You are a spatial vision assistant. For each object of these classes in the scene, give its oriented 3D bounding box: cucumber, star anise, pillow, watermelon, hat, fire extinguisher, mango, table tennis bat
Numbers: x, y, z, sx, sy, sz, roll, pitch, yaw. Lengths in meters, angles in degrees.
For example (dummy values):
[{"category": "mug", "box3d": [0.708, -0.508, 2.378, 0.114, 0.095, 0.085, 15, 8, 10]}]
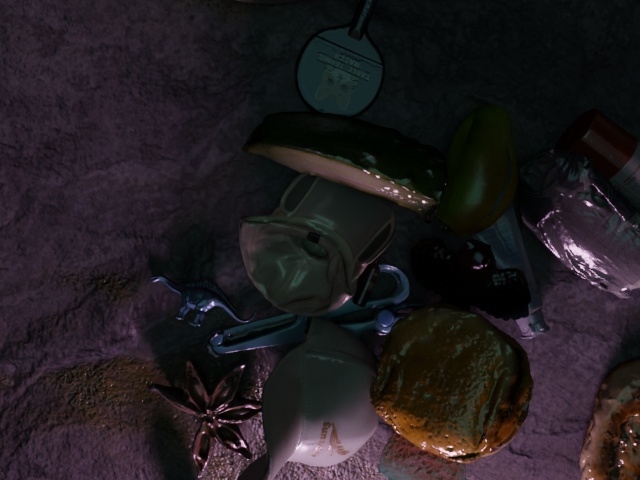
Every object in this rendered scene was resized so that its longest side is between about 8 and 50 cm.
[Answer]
[{"category": "cucumber", "box3d": [0.044, -0.146, 0.955, 0.325, 0.105, 0.145, 18, 63, 0]}, {"category": "star anise", "box3d": [-0.178, 0.293, 1.043, 0.171, 0.063, 0.208, -30, 93, -3]}, {"category": "pillow", "box3d": [0.463, -0.019, 0.998, 0.335, 0.093, 0.161, 38, 124, -5]}, {"category": "watermelon", "box3d": [0.202, 0.323, 1.053, 0.154, 0.094, 0.241, 16, 94, 6]}, {"category": "hat", "box3d": [-0.007, 0.286, 0.932, 0.167, 0.301, 0.258, 19, 110, 15]}, {"category": "fire extinguisher", "box3d": [0.074, 0.060, 1.005, 0.046, 0.032, 0.100, 21, 93, -19]}, {"category": "mango", "box3d": [0.265, -0.116, 0.990, 0.125, 0.111, 0.233, 24, 82, -16]}, {"category": "hat", "box3d": [0.000, 0.000, 1.009, 0.219, 0.164, 0.226, 39, 54, 13]}, {"category": "table tennis bat", "box3d": [0.047, -0.317, 1.002, 0.150, 0.027, 0.237, 22, 97, -4]}]

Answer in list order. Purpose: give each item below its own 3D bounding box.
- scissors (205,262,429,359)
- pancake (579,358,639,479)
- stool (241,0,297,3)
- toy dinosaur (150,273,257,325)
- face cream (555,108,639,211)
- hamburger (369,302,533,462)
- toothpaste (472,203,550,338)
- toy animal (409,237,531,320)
[{"category": "scissors", "box3d": [-0.003, 0.149, 1.044, 0.392, 0.032, 0.180, -11, 95, -2]}, {"category": "pancake", "box3d": [0.636, 0.373, 1.075, 0.355, 0.065, 0.357, 0, 93, 0]}, {"category": "stool", "box3d": [-0.073, -0.482, 0.894, 0.195, 0.195, 0.199, -3, 95, -1]}, {"category": "toy dinosaur", "box3d": [-0.205, 0.105, 1.023, 0.197, 0.045, 0.080, 19, 79, 6]}, {"category": "face cream", "box3d": [0.508, -0.119, 1.001, 0.214, 0.096, 0.096, 36, 94, -5]}, {"category": "hamburger", "box3d": [0.210, 0.223, 0.945, 0.244, 0.163, 0.245, -3, 80, 19]}, {"category": "toothpaste", "box3d": [0.330, 0.052, 1.039, 0.089, 0.057, 0.234, -21, 90, 2]}, {"category": "toy animal", "box3d": [0.236, 0.067, 0.964, 0.218, 0.179, 0.116, 27, 82, 16]}]
